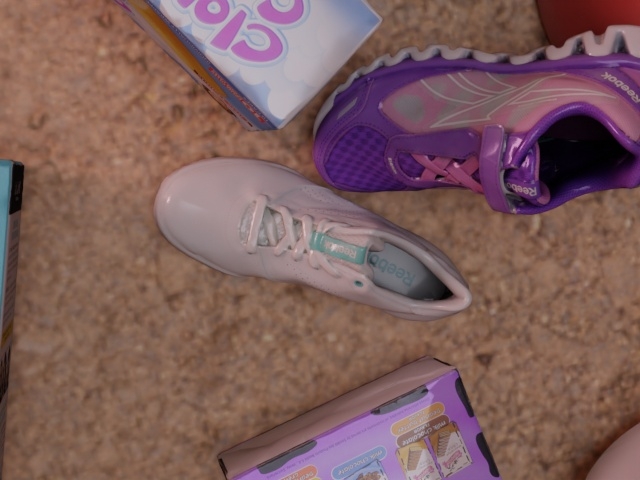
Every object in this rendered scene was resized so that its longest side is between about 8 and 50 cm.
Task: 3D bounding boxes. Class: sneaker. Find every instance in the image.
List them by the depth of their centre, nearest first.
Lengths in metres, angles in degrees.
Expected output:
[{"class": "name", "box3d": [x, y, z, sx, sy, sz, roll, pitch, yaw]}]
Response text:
[{"class": "sneaker", "box3d": [0.103, -0.061, 0.696, 0.236, 0.105, 0.095, -7, 134, 19]}, {"class": "sneaker", "box3d": [0.000, 0.000, 0.725, 0.212, 0.094, 0.080, 17, 91, -12]}]

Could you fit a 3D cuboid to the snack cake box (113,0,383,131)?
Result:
[{"class": "snack cake box", "box3d": [-0.098, -0.184, 0.663, 0.264, 0.152, 0.089, 44, 85, -10]}]

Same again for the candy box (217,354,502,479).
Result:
[{"class": "candy box", "box3d": [0.046, 0.202, 0.759, 0.164, 0.070, 0.196, -24, 97, -10]}]

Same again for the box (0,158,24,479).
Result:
[{"class": "box", "box3d": [-0.218, 0.071, 0.680, 0.060, 0.100, 0.244, 4, 92, -11]}]

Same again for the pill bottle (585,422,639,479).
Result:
[{"class": "pill bottle", "box3d": [0.305, 0.254, 0.770, 0.162, 0.162, 0.278, -37, 100, -7]}]

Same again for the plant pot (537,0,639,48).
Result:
[{"class": "plant pot", "box3d": [0.305, -0.191, 0.702, 0.274, 0.243, 0.275, -1, 93, -12]}]
